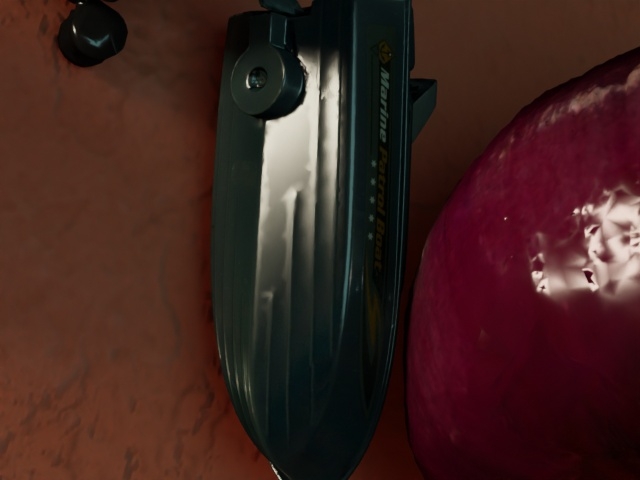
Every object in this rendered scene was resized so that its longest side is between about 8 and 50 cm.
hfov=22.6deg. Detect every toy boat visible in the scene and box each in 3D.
[{"bbox_3d":[0.000,0.000,0.748,0.103,0.093,0.246,11,79,-50],"label":"toy boat"}]

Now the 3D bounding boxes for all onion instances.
[{"bbox_3d":[0.215,0.021,0.774,0.348,0.348,0.385,38,31,-21],"label":"onion"}]

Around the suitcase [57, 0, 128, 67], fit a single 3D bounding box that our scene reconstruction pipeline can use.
[{"bbox_3d":[-0.116,-0.253,0.627,0.335,0.230,0.152,48,64,-17],"label":"suitcase"}]
